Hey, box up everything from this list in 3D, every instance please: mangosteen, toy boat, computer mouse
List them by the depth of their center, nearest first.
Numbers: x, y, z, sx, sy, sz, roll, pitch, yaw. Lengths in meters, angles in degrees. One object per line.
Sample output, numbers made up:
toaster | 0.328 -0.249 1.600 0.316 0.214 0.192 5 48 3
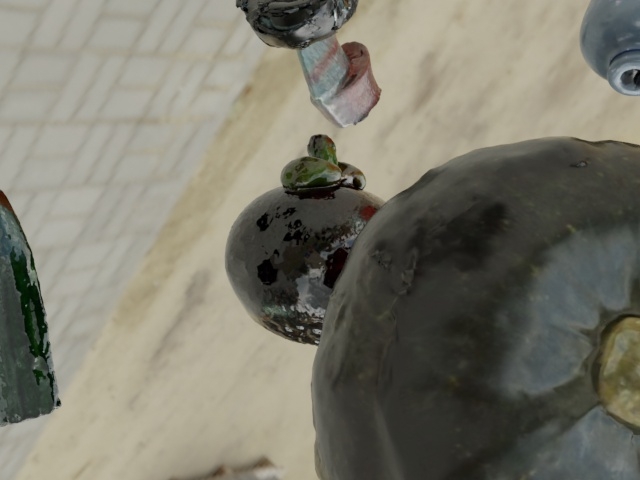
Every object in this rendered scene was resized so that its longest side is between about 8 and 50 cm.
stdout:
mangosteen | 0.003 0.011 1.494 0.216 0.216 0.216 -45 160 -21
computer mouse | -0.017 -0.275 1.558 0.241 0.147 0.077 -73 154 -55
toy boat | -0.007 -0.314 2.036 0.096 0.282 0.206 -15 -157 26

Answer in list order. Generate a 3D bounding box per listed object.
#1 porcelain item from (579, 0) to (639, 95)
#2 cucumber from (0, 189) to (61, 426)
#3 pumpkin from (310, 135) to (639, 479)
porcelain item | 0.404 -0.299 1.745 0.141 0.141 0.259 102 -2 -53
cucumber | -0.319 0.064 1.284 0.063 0.115 0.243 -26 115 -51
pumpkin | 0.211 0.132 1.148 0.454 0.454 0.344 -48 176 -14
